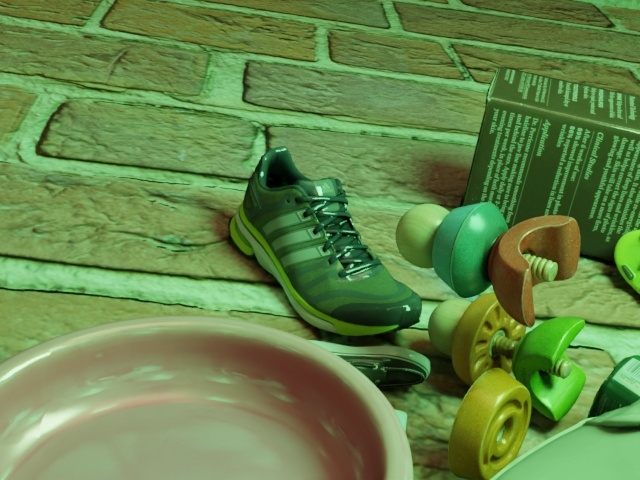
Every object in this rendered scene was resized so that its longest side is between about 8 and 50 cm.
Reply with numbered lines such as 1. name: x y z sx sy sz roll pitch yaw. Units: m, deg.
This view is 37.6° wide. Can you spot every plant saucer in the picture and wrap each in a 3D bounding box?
1. plant saucer: -0.105 0.172 0.643 0.332 0.084 0.332 2 28 -1

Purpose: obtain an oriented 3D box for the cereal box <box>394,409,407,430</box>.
1. cereal box: -0.029 0.206 0.734 0.172 0.047 0.240 11 29 6

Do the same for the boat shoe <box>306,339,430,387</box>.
1. boat shoe: 0.036 0.128 0.905 0.142 0.049 0.040 6 48 -5

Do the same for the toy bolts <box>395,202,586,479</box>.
1. toy bolts: 0.131 0.077 0.863 0.158 0.229 0.218 19 42 37

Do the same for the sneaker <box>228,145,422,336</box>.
1. sneaker: 0.000 0.000 1.031 0.111 0.121 0.300 -15 39 -38

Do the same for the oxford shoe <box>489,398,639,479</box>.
1. oxford shoe: 0.300 0.158 0.703 0.449 0.130 0.169 -15 44 -16

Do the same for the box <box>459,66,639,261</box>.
1. box: 0.390 -0.085 1.230 0.381 0.191 0.143 16 32 10

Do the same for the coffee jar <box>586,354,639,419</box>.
1. coffee jar: 0.336 0.188 0.843 0.184 0.096 0.079 33 40 33

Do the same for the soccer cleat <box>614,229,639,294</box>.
1. soccer cleat: 0.499 0.067 1.144 0.289 0.094 0.121 23 8 26
